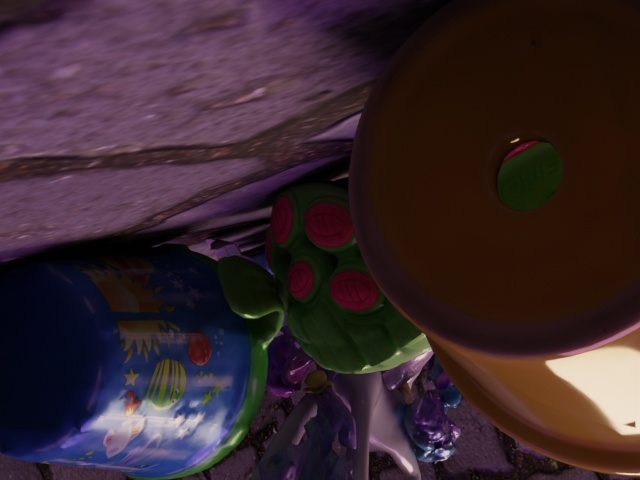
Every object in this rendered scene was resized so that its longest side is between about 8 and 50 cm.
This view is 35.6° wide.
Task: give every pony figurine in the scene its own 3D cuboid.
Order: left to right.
[{"bbox_3d":[0.034,0.157,1.112,0.303,0.363,0.351,-2,140,28],"label":"pony figurine"}]

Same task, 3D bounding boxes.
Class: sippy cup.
[{"bbox_3d":[-0.199,0.110,0.915,0.305,0.240,0.224,-60,156,6],"label":"sippy cup"}]

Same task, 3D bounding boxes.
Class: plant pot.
[{"bbox_3d":[0.137,-0.011,0.493,0.254,0.254,0.239,-19,160,27],"label":"plant pot"}]

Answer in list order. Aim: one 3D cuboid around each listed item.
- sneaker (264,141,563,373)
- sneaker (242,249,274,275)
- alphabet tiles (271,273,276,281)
[{"bbox_3d":[0.128,-0.005,0.837,0.202,0.185,0.483,-10,174,-42],"label":"sneaker"},{"bbox_3d":[-0.028,0.043,1.536,0.126,0.091,0.240,-21,174,39],"label":"sneaker"},{"bbox_3d":[0.063,0.031,1.311,0.343,0.011,0.285,-15,173,33],"label":"alphabet tiles"}]
